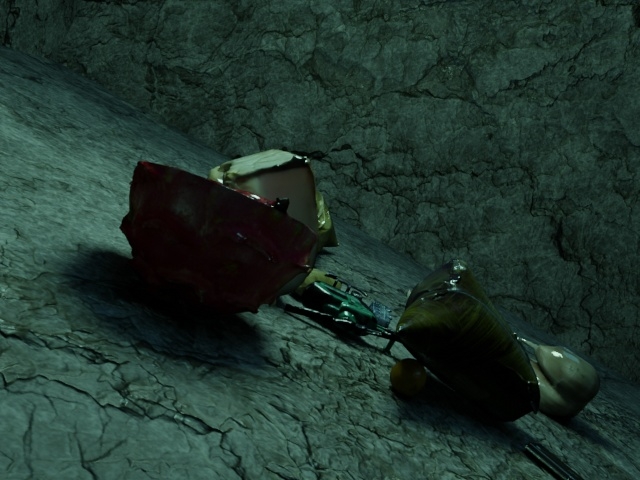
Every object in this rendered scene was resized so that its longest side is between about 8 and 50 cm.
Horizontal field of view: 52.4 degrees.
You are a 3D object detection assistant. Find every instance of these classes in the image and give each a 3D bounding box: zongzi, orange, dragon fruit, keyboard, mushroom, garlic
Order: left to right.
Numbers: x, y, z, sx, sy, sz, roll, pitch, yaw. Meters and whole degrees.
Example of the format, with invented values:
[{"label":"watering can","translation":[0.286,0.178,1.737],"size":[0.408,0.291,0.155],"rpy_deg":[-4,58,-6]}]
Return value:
[{"label":"dragon fruit","translation":[-0.201,0.015,1.220],"size":[0.386,0.249,0.371],"rpy_deg":[27,-7,-32]},{"label":"mushroom","translation":[-0.149,-0.070,1.625],"size":[0.224,0.314,0.397],"rpy_deg":[-17,19,-15]},{"label":"zongzi","translation":[-0.050,0.102,1.731],"size":[0.176,0.078,0.160],"rpy_deg":[24,3,42]},{"label":"zongzi","translation":[0.014,-0.017,2.176],"size":[0.467,0.218,0.500],"rpy_deg":[32,9,-34]},{"label":"orange","translation":[0.187,0.290,1.380],"size":[0.085,0.085,0.085],"rpy_deg":[28,9,-5]},{"label":"zongzi","translation":[0.321,0.277,1.427],"size":[0.403,0.208,0.432],"rpy_deg":[55,23,3]},{"label":"garlic","translation":[0.699,0.406,1.933],"size":[0.292,0.210,0.237],"rpy_deg":[37,15,-3]},{"label":"keyboard","translation":[0.544,0.515,1.397],"size":[0.093,0.025,0.230],"rpy_deg":[22,12,-48]}]

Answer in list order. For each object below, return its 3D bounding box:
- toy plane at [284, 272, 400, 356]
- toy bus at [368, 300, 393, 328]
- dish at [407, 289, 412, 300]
[{"label":"toy plane","translation":[0.093,0.194,1.584],"size":[0.381,0.106,0.155],"rpy_deg":[28,15,-13]},{"label":"toy bus","translation":[0.165,0.215,1.832],"size":[0.065,0.047,0.166],"rpy_deg":[25,9,0]},{"label":"dish","translation":[0.386,0.257,2.183],"size":[0.212,0.077,0.151],"rpy_deg":[25,8,-26]}]
